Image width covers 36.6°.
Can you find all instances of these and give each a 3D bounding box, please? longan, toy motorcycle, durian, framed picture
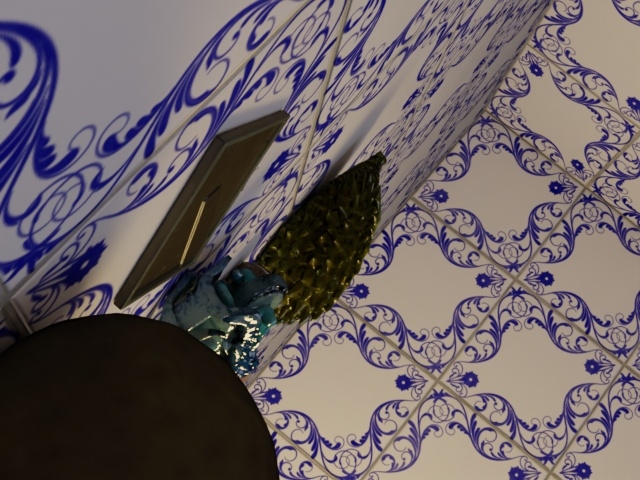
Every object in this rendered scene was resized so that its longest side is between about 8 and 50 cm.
[{"bbox_3d":[-0.217,0.267,0.924,0.405,0.336,0.404,-20,127,-29],"label":"longan"},{"bbox_3d":[-0.164,0.134,1.393,0.206,0.154,0.260,-13,152,-40],"label":"toy motorcycle"},{"bbox_3d":[0.009,0.006,1.773,0.394,0.163,0.198,-58,176,2],"label":"durian"},{"bbox_3d":[-0.135,-0.039,1.127,0.250,0.016,0.184,-54,173,27],"label":"framed picture"}]

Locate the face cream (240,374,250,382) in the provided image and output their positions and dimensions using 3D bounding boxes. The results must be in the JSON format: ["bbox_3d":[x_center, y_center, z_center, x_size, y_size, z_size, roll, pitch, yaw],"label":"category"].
[{"bbox_3d":[-0.227,0.283,1.883,0.101,0.101,0.252,-55,173,28],"label":"face cream"}]

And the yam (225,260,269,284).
[{"bbox_3d":[-0.144,0.102,1.581,0.141,0.079,0.079,-48,173,-29],"label":"yam"}]
